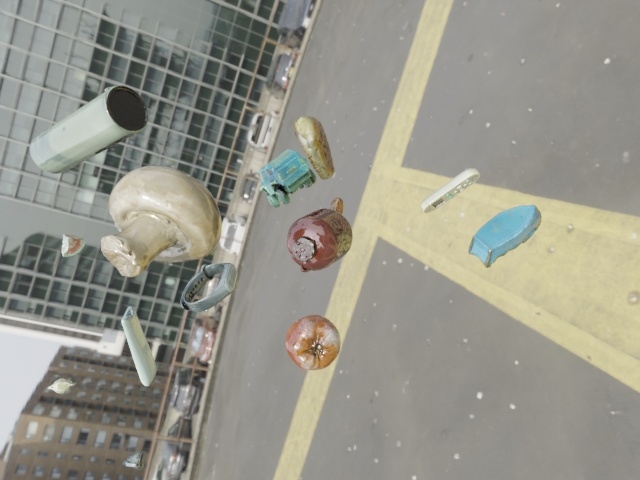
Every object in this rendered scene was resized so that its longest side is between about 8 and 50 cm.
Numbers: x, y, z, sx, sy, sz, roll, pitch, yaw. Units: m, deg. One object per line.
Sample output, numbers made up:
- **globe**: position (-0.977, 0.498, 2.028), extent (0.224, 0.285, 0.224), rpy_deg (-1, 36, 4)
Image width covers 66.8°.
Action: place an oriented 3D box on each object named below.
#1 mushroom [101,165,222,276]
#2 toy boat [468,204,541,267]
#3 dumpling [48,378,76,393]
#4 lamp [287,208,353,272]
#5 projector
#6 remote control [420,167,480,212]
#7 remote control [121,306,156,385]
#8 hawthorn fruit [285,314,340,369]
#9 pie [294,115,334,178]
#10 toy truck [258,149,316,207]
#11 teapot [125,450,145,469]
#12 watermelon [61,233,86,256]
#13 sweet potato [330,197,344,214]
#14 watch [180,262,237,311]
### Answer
- **mushroom**: position (-0.412, -0.030, 1.249), extent (0.297, 0.297, 0.290), rpy_deg (-52, 13, 50)
- **toy boat**: position (0.398, -0.013, 1.027), extent (0.075, 0.185, 0.077), rpy_deg (44, 162, 38)
- **dumpling**: position (-0.876, 0.491, 1.651), extent (0.076, 0.052, 0.057), rpy_deg (-38, 10, -8)
- **lamp**: position (0.000, 0.000, 1.476), extent (0.258, 0.180, 0.180), rpy_deg (-28, -34, -61)
- **projector**: position (-0.545, -0.251, 1.129), extent (0.337, 0.108, 0.108), rpy_deg (-13, 57, 34)
- **remote control**: position (0.431, -0.168, 1.624), extent (0.221, 0.078, 0.042), rpy_deg (-36, 66, 22)
- **remote control**: position (-0.653, 0.385, 1.760), extent (0.103, 0.051, 0.294), rpy_deg (-106, 6, -66)
- **hawthorn fruit**: position (-0.041, 0.438, 2.062), extent (0.263, 0.234, 0.231), rpy_deg (-43, 60, 54)
- **pie**: position (-0.015, -0.410, 2.114), extent (0.092, 0.315, 0.315), rpy_deg (-20, 41, 14)
- **toy truck**: position (-0.130, -0.226, 1.759), extent (0.155, 0.156, 0.279), rpy_deg (-39, 12, -15)
- **teapot**: position (-0.690, 0.822, 1.807), extent (0.088, 0.056, 0.066), rpy_deg (114, 155, -85)
- **watermelon**: position (-0.808, 0.011, 1.561), extent (0.061, 0.085, 0.085), rpy_deg (96, 178, -57)
- **sweet potato**: position (0.051, -0.071, 1.747), extent (0.050, 0.050, 0.214), rpy_deg (-95, 11, -48)
- **watch**: position (-0.389, 0.157, 1.700), extent (0.192, 0.068, 0.206), rpy_deg (-21, 32, 11)
